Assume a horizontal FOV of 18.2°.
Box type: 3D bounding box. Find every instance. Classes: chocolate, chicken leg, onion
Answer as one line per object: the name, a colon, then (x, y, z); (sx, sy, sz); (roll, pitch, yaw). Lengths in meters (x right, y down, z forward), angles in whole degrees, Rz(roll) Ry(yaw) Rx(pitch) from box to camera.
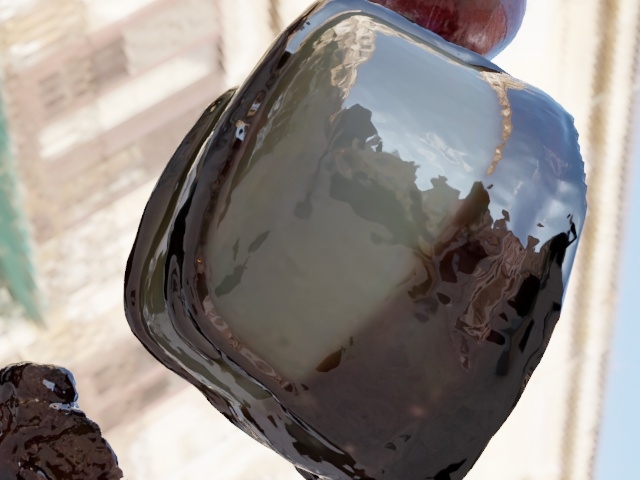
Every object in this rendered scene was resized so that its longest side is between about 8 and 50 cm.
chocolate: (0.000, 0.000, 1.139); (0.186, 0.284, 0.283); (24, -17, -20)
chicken leg: (-0.212, 0.193, 1.367); (0.177, 0.083, 0.322); (48, -40, 37)
onion: (0.073, -0.164, 1.299); (0.131, 0.131, 0.131); (42, -30, 31)
